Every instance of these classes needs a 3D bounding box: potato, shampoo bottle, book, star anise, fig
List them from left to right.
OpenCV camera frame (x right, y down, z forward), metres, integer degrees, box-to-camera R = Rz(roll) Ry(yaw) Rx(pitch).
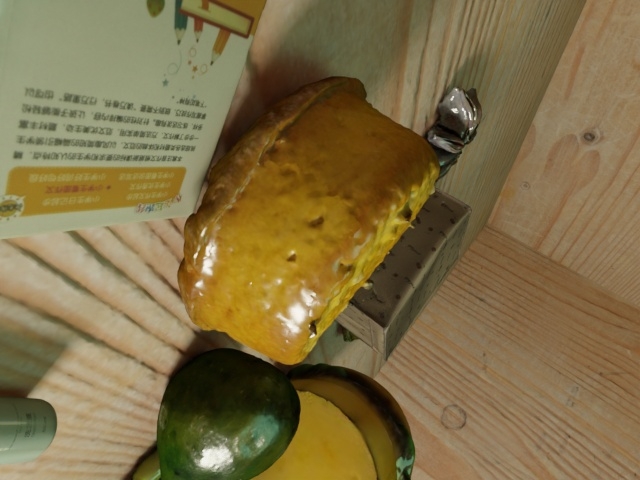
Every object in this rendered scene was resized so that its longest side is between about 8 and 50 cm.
[{"bbox_3d":[-0.285,0.141,0.339,0.056,0.056,0.195,-53,159,-9],"label":"shampoo bottle"},{"bbox_3d":[-0.126,-0.138,0.331,0.208,0.020,0.295,-15,134,-60],"label":"book"},{"bbox_3d":[-0.233,0.356,0.767,0.198,0.054,0.119,-22,141,-49],"label":"potato"},{"bbox_3d":[-0.141,0.271,0.653,0.245,0.195,0.195,-59,159,-3],"label":"fig"},{"bbox_3d":[0.267,-0.217,0.988,0.236,0.093,0.229,-59,165,17],"label":"star anise"}]

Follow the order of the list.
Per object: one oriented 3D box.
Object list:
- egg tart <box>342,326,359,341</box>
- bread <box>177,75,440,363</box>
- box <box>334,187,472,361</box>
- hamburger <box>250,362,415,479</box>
[{"bbox_3d":[0.184,0.177,1.320,0.315,0.120,0.315,-46,158,-25],"label":"egg tart"},{"bbox_3d":[-0.016,-0.020,0.481,0.340,0.194,0.179,-53,172,-1],"label":"bread"},{"bbox_3d":[0.140,0.051,0.952,0.297,0.190,0.225,-51,158,-18],"label":"box"},{"bbox_3d":[0.017,0.465,1.028,0.396,0.395,0.277,-61,157,11],"label":"hamburger"}]
